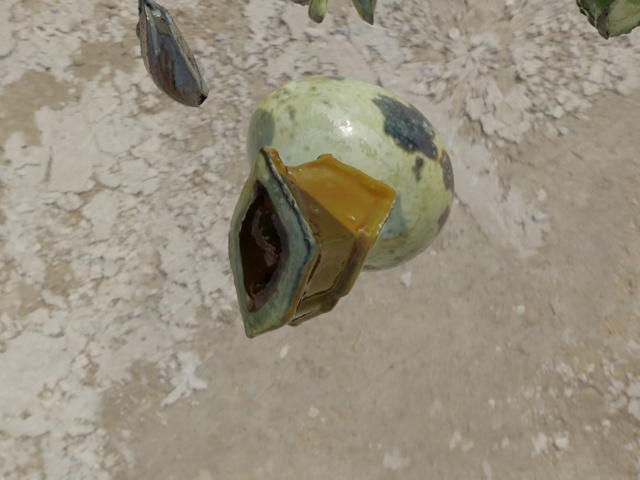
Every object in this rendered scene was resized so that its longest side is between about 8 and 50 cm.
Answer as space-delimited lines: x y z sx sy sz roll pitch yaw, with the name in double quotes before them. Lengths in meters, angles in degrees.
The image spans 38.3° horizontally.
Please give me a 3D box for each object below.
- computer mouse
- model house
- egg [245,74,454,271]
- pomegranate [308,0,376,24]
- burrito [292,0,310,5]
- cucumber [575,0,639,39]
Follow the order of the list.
"computer mouse" -0.156 -0.184 0.920 0.047 0.079 0.135 -23 137 3
"model house" -0.007 0.005 1.397 0.173 0.239 0.268 47 128 30
"egg" 0.053 -0.131 1.747 0.428 0.345 0.345 37 105 -14
"pomegranate" 0.016 -0.221 0.454 0.156 0.156 0.220 -28 110 13
"burrito" -0.041 -0.354 1.113 0.045 0.188 0.058 -40 53 -14
"cucumber" 0.322 -0.368 1.103 0.134 0.134 0.244 -35 69 14
